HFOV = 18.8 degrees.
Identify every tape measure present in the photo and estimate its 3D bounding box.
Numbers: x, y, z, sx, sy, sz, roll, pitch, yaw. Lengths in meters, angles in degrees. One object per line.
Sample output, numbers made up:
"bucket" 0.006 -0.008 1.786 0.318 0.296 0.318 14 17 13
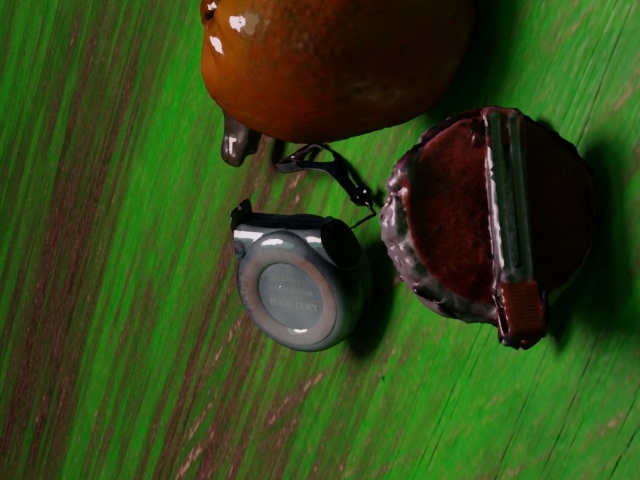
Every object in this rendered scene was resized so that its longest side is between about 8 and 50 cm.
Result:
"tape measure" 0.004 0.000 1.413 0.180 0.104 0.107 -63 -33 -59

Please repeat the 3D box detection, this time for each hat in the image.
"hat" 0.092 0.009 1.164 0.227 0.129 0.140 119 127 -76

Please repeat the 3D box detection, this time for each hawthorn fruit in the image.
"hawthorn fruit" 0.009 -0.151 1.255 0.189 0.189 0.189 -176 90 -66

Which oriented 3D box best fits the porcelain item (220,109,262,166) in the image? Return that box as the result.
"porcelain item" -0.047 -0.161 1.505 0.081 0.069 0.216 32 114 59
